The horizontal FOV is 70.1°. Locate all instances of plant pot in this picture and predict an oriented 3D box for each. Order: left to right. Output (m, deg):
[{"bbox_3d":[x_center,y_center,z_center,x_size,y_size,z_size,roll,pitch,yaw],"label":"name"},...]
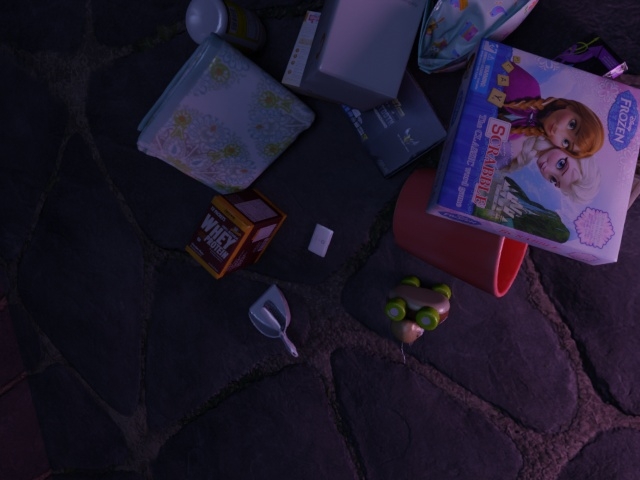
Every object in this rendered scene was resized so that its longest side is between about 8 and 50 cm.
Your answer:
[{"bbox_3d":[0.309,-0.042,0.988,0.243,0.275,0.274,19,109,32],"label":"plant pot"}]

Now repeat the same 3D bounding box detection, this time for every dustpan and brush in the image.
[{"bbox_3d":[-0.125,0.254,1.357,0.211,0.060,0.147,49,116,9],"label":"dustpan and brush"}]

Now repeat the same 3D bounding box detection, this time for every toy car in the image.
[{"bbox_3d":[0.234,0.210,1.135,0.149,0.155,0.188,14,116,22],"label":"toy car"}]

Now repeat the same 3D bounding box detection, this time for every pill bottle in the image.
[{"bbox_3d":[-0.226,-0.533,1.145,0.118,0.215,0.117,6,104,24],"label":"pill bottle"}]

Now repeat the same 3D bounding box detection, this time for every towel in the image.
[{"bbox_3d":[-0.252,-0.296,1.182,0.375,0.321,0.090,-38,41,30],"label":"towel"}]

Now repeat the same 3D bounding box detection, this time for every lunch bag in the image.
[{"bbox_3d":[0.301,-0.447,0.909,0.160,0.223,0.262,45,117,-1],"label":"lunch bag"}]

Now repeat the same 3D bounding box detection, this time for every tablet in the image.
[{"bbox_3d":[0.000,0.000,1.274,0.054,0.006,0.083,27,112,18],"label":"tablet"}]

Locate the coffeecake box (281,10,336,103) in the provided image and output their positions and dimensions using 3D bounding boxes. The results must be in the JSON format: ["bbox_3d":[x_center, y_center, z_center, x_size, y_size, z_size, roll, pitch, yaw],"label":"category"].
[{"bbox_3d":[0.008,-0.444,1.107,0.143,0.068,0.185,23,94,25],"label":"coffeecake box"}]

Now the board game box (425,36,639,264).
[{"bbox_3d":[0.380,-0.154,0.796,0.319,0.066,0.318,17,81,-2],"label":"board game box"}]

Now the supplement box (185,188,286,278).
[{"bbox_3d":[-0.233,-0.023,1.272,0.129,0.194,0.191,41,115,12],"label":"supplement box"}]

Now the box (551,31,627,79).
[{"bbox_3d":[0.499,-0.329,0.915,0.162,0.029,0.115,-34,46,28],"label":"box"}]

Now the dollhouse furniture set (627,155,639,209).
[{"bbox_3d":[0.552,-0.096,0.943,0.130,0.129,0.183,26,135,18],"label":"dollhouse furniture set"}]

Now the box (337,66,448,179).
[{"bbox_3d":[0.175,-0.292,1.096,0.184,0.059,0.232,-32,86,26],"label":"box"}]

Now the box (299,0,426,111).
[{"bbox_3d":[0.098,-0.469,0.939,0.169,0.215,0.344,16,95,-14],"label":"box"}]
